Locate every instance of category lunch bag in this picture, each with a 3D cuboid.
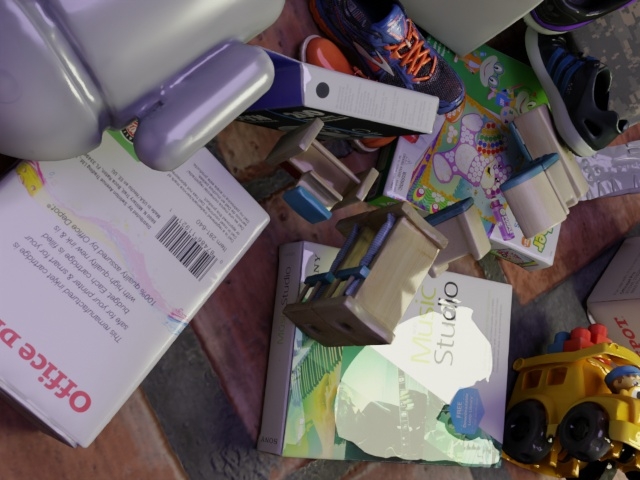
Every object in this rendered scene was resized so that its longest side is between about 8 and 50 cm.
[{"bbox_3d":[0.417,-0.299,1.167,0.235,0.169,0.287,62,20,-7],"label":"lunch bag"}]

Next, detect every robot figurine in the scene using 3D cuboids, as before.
[{"bbox_3d":[-0.168,-0.196,0.633,0.353,0.200,0.300,-38,83,-15],"label":"robot figurine"}]

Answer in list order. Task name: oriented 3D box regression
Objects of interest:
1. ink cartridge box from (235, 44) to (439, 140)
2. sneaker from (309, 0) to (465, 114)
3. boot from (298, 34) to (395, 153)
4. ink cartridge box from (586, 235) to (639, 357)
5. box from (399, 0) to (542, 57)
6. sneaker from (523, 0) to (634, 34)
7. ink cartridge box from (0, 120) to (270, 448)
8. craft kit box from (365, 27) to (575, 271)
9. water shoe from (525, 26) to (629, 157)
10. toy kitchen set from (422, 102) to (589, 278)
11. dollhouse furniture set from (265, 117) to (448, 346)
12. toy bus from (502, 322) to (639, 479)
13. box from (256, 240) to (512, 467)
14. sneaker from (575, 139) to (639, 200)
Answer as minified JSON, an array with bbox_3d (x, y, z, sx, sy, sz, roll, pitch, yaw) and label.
[{"bbox_3d":[-0.026,-0.141,0.840,0.208,0.206,0.045,10,89,-32],"label":"ink cartridge box"},{"bbox_3d":[0.079,-0.228,0.961,0.221,0.087,0.083,39,77,-3],"label":"sneaker"},{"bbox_3d":[0.042,-0.178,0.965,0.059,0.085,0.158,-47,108,-27],"label":"boot"},{"bbox_3d":[0.614,0.124,1.127,0.166,0.395,0.285,-48,111,-30],"label":"ink cartridge box"},{"bbox_3d":[0.113,-0.415,0.954,0.345,0.168,0.214,33,67,-15],"label":"box"},{"bbox_3d":[0.373,-0.328,0.935,0.293,0.146,0.102,-33,96,8],"label":"sneaker"},{"bbox_3d":[-0.212,0.014,0.753,0.201,0.117,0.278,47,62,-20],"label":"ink cartridge box"},{"bbox_3d":[0.204,-0.118,1.055,0.247,0.061,0.249,22,73,-19],"label":"craft kit box"},{"bbox_3d":[0.317,-0.198,1.021,0.073,0.080,0.203,17,52,-47],"label":"water shoe"},{"bbox_3d":[0.199,-0.062,0.981,0.122,0.166,0.207,63,30,-1],"label":"toy kitchen set"},{"bbox_3d":[0.000,0.000,0.827,0.184,0.129,0.129,41,64,-19],"label":"dollhouse furniture set"},{"bbox_3d":[0.346,0.196,1.051,0.150,0.220,0.211,29,63,-23],"label":"toy bus"},{"bbox_3d":[0.088,0.141,0.975,0.322,0.058,0.232,11,78,-31],"label":"box"},{"bbox_3d":[0.368,-0.090,1.176,0.235,0.095,0.090,0,81,-14],"label":"sneaker"}]
